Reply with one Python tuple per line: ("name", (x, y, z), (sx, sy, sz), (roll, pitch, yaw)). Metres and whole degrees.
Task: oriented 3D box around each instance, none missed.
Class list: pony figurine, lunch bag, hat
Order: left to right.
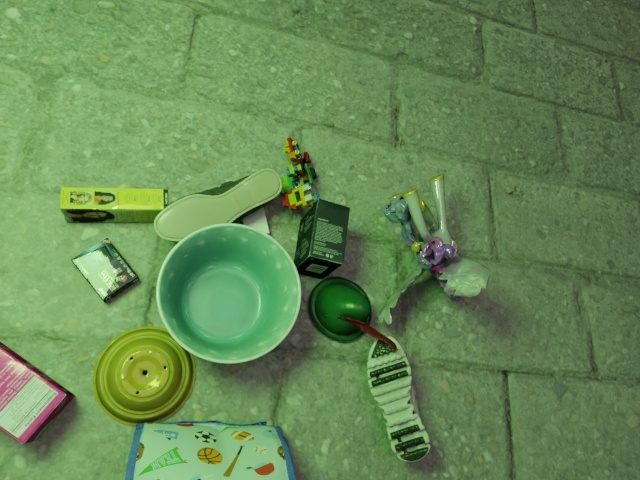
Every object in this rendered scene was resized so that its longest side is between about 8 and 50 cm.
("lunch bag", (-0.214, 0.523, 0.885), (0.328, 0.238, 0.385), (8, 31, -18))
("hat", (0.091, 0.162, 1.160), (0.209, 0.183, 0.172), (30, 65, -7))
("pony figurine", (0.298, 0.036, 1.233), (0.351, 0.303, 0.363), (-29, 97, -50))

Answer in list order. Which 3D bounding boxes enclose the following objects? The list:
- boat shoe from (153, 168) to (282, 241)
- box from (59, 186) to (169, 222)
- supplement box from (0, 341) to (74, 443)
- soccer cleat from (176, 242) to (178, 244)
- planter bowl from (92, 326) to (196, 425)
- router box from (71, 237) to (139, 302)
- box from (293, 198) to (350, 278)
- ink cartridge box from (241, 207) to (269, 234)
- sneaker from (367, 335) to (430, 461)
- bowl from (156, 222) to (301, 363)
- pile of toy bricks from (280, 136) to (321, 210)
("boat shoe", (-0.249, -0.082, 1.152), (0.335, 0.095, 0.112), (-28, 98, -24))
("box", (-0.480, -0.082, 1.105), (0.233, 0.087, 0.058), (-2, 71, -18))
("supplement box", (-0.619, 0.288, 0.915), (0.220, 0.111, 0.114), (39, 64, -4))
("soccer cleat", (-0.268, 0.015, 1.163), (0.179, 0.060, 0.072), (6, 80, -10))
("planter bowl", (-0.379, 0.288, 1.009), (0.217, 0.090, 0.217), (6, 70, -17))
("router box", (-0.495, 0.068, 1.073), (0.092, 0.038, 0.122), (-39, 87, -25))
("box", (0.000, 0.000, 1.200), (0.093, 0.156, 0.158), (14, 68, -15))
("ink cartridge box", (-0.179, -0.063, 1.231), (0.063, 0.029, 0.115), (-8, 73, -21))
("sneaker", (0.189, 0.385, 1.158), (0.110, 0.118, 0.291), (-15, 79, 10))
("bowl", (-0.214, 0.132, 1.078), (0.312, 0.163, 0.311), (6, 70, -16))
("pile of toy bricks", (-0.074, -0.161, 1.267), (0.105, 0.118, 0.212), (-22, 66, 16))
